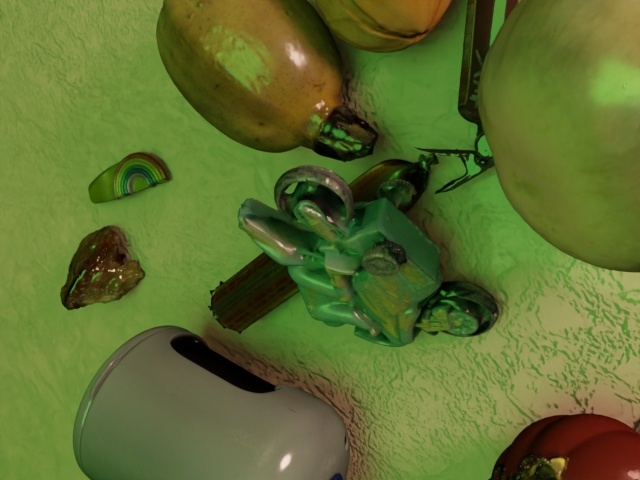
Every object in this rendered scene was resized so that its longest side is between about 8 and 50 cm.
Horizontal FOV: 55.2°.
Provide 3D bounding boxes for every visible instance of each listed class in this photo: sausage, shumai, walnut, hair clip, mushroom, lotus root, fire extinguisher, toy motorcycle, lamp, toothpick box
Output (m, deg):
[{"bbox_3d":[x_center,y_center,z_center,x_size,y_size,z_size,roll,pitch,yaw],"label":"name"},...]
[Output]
[{"bbox_3d":[0.000,0.000,0.766,0.371,0.082,0.082,-36,80,31],"label":"sausage"},{"bbox_3d":[-0.370,0.057,1.008,0.105,0.139,0.123,55,160,-24],"label":"shumai"},{"bbox_3d":[0.056,-0.295,0.625,0.159,0.159,0.207,-31,75,33],"label":"walnut"},{"bbox_3d":[-0.316,-0.097,0.971,0.188,0.033,0.060,-16,90,33],"label":"hair clip"},{"bbox_3d":[0.263,-0.109,0.500,0.234,0.260,0.254,-33,77,-6],"label":"mushroom"},{"bbox_3d":[-0.060,-0.195,0.716,0.310,0.182,0.183,46,120,10],"label":"lotus root"},{"bbox_3d":[0.166,-0.169,0.627,0.106,0.075,0.252,14,108,36],"label":"fire extinguisher"},{"bbox_3d":[0.046,0.031,0.681,0.296,0.109,0.198,40,135,-24],"label":"toy motorcycle"},{"bbox_3d":[0.262,0.280,0.581,0.226,0.227,0.227,7,103,31],"label":"lamp"},{"bbox_3d":[-0.124,0.290,0.795,0.354,0.263,0.263,19,109,27],"label":"toothpick box"}]

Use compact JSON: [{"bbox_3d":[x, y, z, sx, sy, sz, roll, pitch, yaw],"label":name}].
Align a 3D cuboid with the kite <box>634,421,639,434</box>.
[{"bbox_3d":[0.422,0.097,0.546,0.204,0.022,0.361,15,111,30],"label":"kite"}]
